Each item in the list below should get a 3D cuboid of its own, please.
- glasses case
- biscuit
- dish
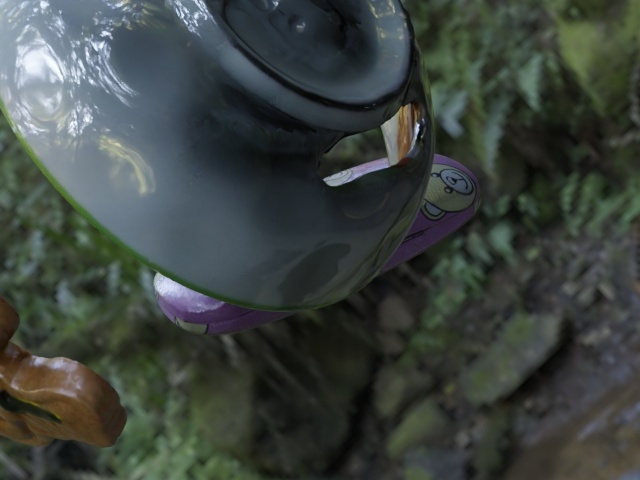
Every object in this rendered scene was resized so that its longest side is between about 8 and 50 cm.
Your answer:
[{"bbox_3d":[0.000,0.000,1.731,0.316,0.076,0.123,-24,30,-20],"label":"glasses case"},{"bbox_3d":[-0.281,0.099,1.504,0.047,0.202,0.334,-56,22,-20],"label":"biscuit"},{"bbox_3d":[-0.040,-0.126,1.145,0.124,0.324,0.324,-40,16,38],"label":"dish"}]
